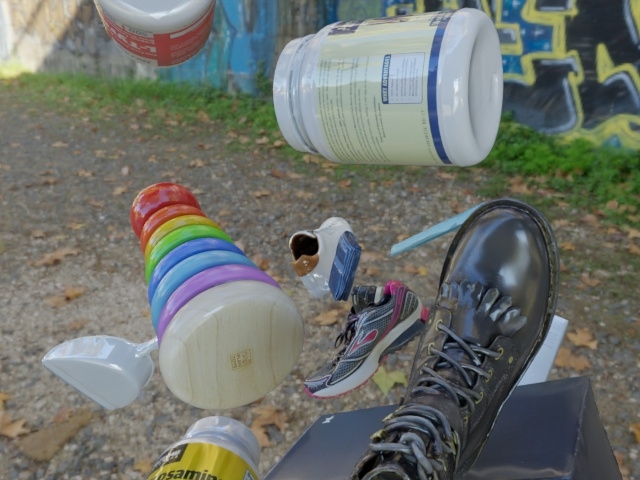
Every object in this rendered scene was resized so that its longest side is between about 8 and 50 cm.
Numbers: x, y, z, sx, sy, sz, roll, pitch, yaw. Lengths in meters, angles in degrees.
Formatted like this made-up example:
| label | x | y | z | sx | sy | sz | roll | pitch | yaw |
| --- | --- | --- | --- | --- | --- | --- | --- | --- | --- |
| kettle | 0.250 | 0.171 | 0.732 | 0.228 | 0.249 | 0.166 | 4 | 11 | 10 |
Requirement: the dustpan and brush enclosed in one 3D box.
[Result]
| label | x | y | z | sx | sy | sz | roll | pitch | yaw |
| --- | --- | --- | --- | --- | --- | --- | --- | --- | --- |
| dustpan and brush | -0.281 | 0.175 | 0.883 | 0.211 | 0.147 | 0.060 | -19 | 38 | 31 |

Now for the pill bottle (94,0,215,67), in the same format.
| label | x | y | z | sx | sy | sz | roll | pitch | yaw |
| --- | --- | --- | --- | --- | --- | --- | --- | --- | --- |
| pill bottle | -0.319 | -0.472 | 1.178 | 0.228 | 0.229 | 0.407 | -3 | 2 | -12 |

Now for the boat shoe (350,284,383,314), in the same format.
| label | x | y | z | sx | sy | sz | roll | pitch | yaw |
| --- | --- | --- | --- | --- | --- | --- | --- | --- | --- |
| boat shoe | 0.115 | 0.176 | 1.518 | 0.079 | 0.233 | 0.084 | 5 | 60 | 8 |

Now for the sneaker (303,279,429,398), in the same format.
| label | x | y | z | sx | sy | sz | roll | pitch | yaw |
| --- | --- | --- | --- | --- | --- | --- | --- | --- | --- |
| sneaker | 0.080 | 0.205 | 1.232 | 0.299 | 0.112 | 0.121 | -40 | 9 | -13 |

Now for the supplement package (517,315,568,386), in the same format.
| label | x | y | z | sx | sy | sz | roll | pitch | yaw |
| --- | --- | --- | --- | --- | --- | --- | --- | --- | --- |
| supplement package | 0.294 | 0.197 | 0.927 | 0.105 | 0.179 | 0.105 | 21 | -18 | 23 |

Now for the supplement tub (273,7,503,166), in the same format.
| label | x | y | z | sx | sy | sz | roll | pitch | yaw |
| --- | --- | --- | --- | --- | --- | --- | --- | --- | --- |
| supplement tub | 0.111 | -0.241 | 0.989 | 0.324 | 0.236 | 0.235 | 6 | 18 | 30 |

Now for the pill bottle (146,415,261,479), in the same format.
| label | x | y | z | sx | sy | sz | roll | pitch | yaw |
| --- | --- | --- | --- | --- | --- | --- | --- | --- | --- |
| pill bottle | -0.193 | 0.426 | 0.920 | 0.187 | 0.188 | 0.334 | 4 | 20 | 5 |

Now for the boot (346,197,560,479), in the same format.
| label | x | y | z | sx | sy | sz | roll | pitch | yaw |
| --- | --- | --- | --- | --- | --- | --- | --- | --- | --- |
| boot | 0.083 | 0.101 | 0.385 | 0.091 | 0.263 | 0.229 | 18 | 10 | 20 |

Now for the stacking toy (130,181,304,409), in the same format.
| label | x | y | z | sx | sy | sz | roll | pitch | yaw |
| --- | --- | --- | --- | --- | --- | --- | --- | --- | --- |
| stacking toy | -0.143 | 0.032 | 0.682 | 0.141 | 0.141 | 0.330 | -7 | 31 | -25 |

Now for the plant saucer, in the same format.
| label | x | y | z | sx | sy | sz | roll | pitch | yaw |
| --- | --- | --- | --- | --- | --- | --- | --- | --- | --- |
| plant saucer | 0.187 | -0.019 | 0.910 | 0.067 | 0.018 | 0.192 | -15 | -10 | -45 |

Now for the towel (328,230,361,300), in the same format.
| label | x | y | z | sx | sy | sz | roll | pitch | yaw |
| --- | --- | --- | --- | --- | --- | --- | --- | --- | --- |
| towel | 0.041 | 0.047 | 1.092 | 0.029 | 0.120 | 0.067 | 1 | 32 | -20 |

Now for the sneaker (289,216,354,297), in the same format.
| label | x | y | z | sx | sy | sz | roll | pitch | yaw |
| --- | --- | --- | --- | --- | --- | --- | --- | --- | --- |
| sneaker | 0.000 | 0.000 | 1.372 | 0.105 | 0.123 | 0.290 | -33 | 19 | 22 |

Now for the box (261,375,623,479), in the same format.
| label | x | y | z | sx | sy | sz | roll | pitch | yaw |
| --- | --- | --- | --- | --- | --- | --- | --- | --- | --- |
| box | 0.148 | 0.342 | 0.627 | 0.343 | 0.313 | 0.179 | -20 | 5 | 31 |
